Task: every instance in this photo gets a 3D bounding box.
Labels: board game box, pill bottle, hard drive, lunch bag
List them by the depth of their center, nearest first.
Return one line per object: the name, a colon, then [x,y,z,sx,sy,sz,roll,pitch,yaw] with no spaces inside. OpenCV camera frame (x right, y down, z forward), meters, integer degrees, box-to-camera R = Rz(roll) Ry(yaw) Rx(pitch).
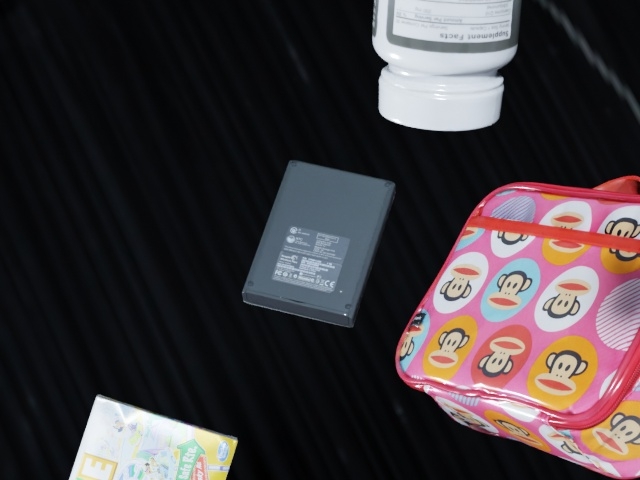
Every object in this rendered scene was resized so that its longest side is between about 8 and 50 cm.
board game box: [-0.129,0.196,1.136,0.103,0.154,0.026,17,-3,-3]
hard drive: [0.000,0.000,1.358,0.094,0.135,0.022,13,-29,11]
lunch bag: [0.224,0.054,1.413,0.293,0.120,0.258,10,64,55]
pill bottle: [0.139,-0.273,1.773,0.161,0.283,0.161,2,21,-1]
